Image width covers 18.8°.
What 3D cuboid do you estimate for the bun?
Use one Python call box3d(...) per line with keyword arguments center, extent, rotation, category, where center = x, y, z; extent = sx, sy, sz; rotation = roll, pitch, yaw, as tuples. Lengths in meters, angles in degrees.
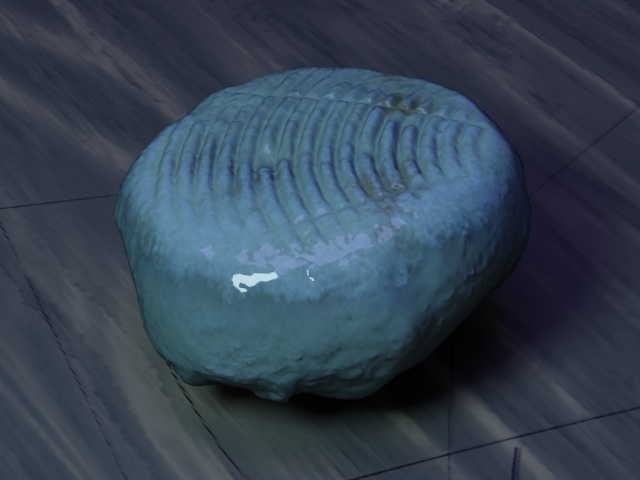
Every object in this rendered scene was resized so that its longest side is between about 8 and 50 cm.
box3d(center=(0.006, 0.000, 1.584), extent=(0.355, 0.194, 0.354), rotation=(-5, 36, 3), category="bun")
